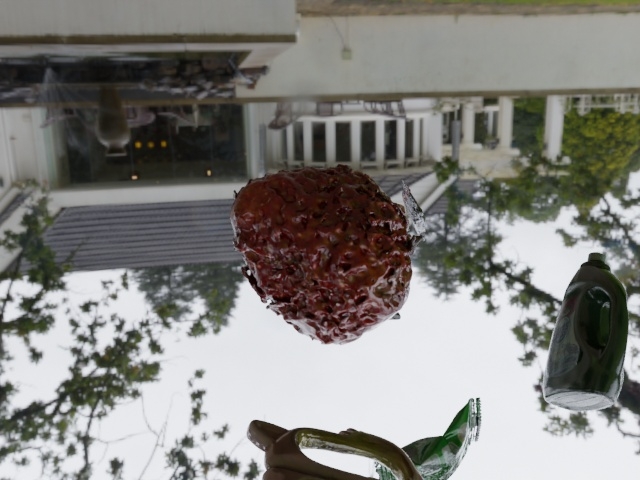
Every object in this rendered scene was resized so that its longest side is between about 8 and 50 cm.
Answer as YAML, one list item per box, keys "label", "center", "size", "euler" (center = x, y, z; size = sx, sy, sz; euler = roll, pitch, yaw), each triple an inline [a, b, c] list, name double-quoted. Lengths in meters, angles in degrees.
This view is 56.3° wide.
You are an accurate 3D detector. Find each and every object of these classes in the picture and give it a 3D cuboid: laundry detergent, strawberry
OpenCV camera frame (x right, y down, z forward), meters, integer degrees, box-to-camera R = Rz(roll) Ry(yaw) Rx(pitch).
- label: "laundry detergent"
  center: [0.351, 0.108, 0.770]
  size: [0.062, 0.211, 0.137]
  euler: [20, 158, 1]
- label: "strawberry"
  center: [0.000, 0.000, 0.609]
  size: [0.201, 0.187, 0.184]
  euler: [34, 157, -25]

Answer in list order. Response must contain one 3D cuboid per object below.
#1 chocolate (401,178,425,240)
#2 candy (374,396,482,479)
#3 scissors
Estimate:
- label: "chocolate"
  center: [0.187, -0.057, 1.184]
  size: [0.028, 0.086, 0.182]
  euler: [-26, 157, 6]
- label: "candy"
  center: [0.180, 0.341, 0.942]
  size: [0.203, 0.141, 0.078]
  euler: [-27, -122, -19]
- label: "scissors"
  center: [0.095, 0.206, 0.441]
  size: [0.317, 0.024, 0.160]
  euler: [19, -166, -9]
